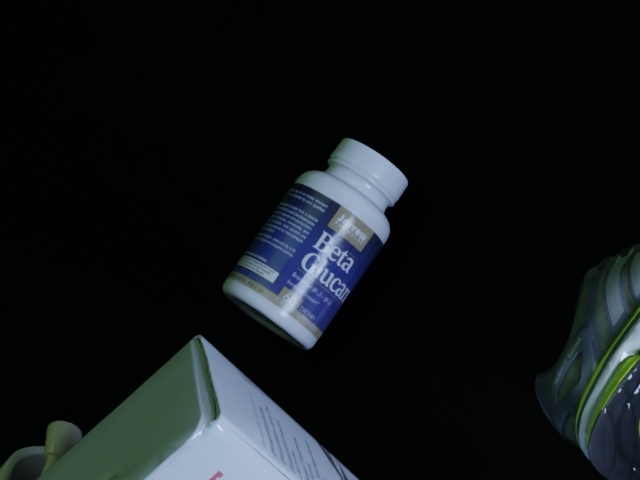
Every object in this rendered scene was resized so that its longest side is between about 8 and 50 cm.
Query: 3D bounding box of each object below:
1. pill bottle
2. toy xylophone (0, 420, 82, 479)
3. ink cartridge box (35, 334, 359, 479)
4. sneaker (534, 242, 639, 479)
[{"bbox_3d":[0.000,0.000,1.459,0.094,0.094,0.169,24,76,51],"label":"pill bottle"},{"bbox_3d":[-0.251,0.285,1.345,0.236,0.081,0.323,-42,25,44],"label":"toy xylophone"},{"bbox_3d":[-0.049,0.248,1.105,0.223,0.307,0.129,-42,22,8],"label":"ink cartridge box"},{"bbox_3d":[0.250,0.023,1.194,0.300,0.111,0.121,-52,34,-8],"label":"sneaker"}]
